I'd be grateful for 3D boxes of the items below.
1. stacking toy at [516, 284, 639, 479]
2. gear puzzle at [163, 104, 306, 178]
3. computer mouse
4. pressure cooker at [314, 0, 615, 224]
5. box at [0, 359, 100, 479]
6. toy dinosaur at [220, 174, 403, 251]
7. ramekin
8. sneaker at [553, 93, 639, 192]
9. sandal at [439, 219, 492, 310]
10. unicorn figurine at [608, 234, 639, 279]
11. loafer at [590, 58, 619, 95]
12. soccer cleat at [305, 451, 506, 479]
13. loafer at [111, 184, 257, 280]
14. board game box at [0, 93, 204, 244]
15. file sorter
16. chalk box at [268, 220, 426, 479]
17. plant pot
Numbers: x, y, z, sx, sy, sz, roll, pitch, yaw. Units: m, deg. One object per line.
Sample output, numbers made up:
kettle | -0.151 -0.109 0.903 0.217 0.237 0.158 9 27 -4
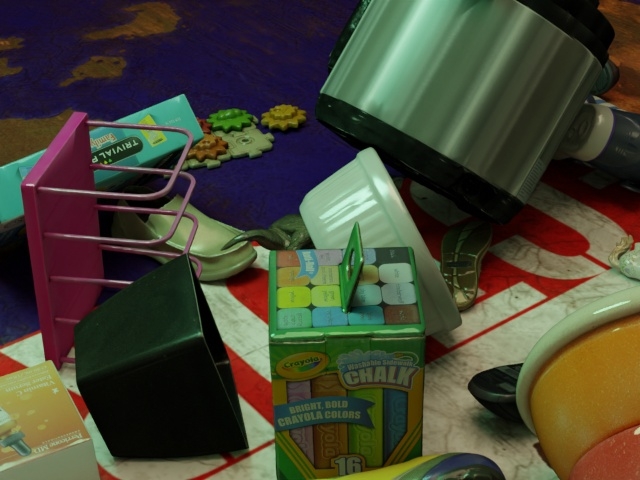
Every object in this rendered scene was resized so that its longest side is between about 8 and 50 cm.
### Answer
stacking toy | 0.383 0.308 1.130 0.350 0.351 0.480 -1 51 2
gear puzzle | -0.178 -0.197 2.109 0.338 0.044 0.175 -15 35 -19
computer mouse | 0.323 0.193 1.444 0.262 0.060 0.184 -12 19 -32
pressure cooker | 0.236 -0.277 1.776 0.375 0.420 0.370 28 4 -20
box | -0.351 0.241 1.394 0.130 0.091 0.170 -18 35 -22
toy dinosaur | 0.000 0.000 1.756 0.313 0.121 0.160 -17 23 -14
ramekin | 0.074 0.021 1.563 0.127 0.273 0.273 -27 34 3
sneaker | 0.508 -0.162 1.972 0.236 0.130 0.323 19 10 -11
sandal | 0.211 0.040 1.718 0.072 0.049 0.180 2 47 16
unicorn figurine | 0.488 0.041 1.691 0.111 0.060 0.162 -31 26 -36
loafer | 0.462 -0.363 2.276 0.095 0.109 0.302 -24 35 -36
soccer cleat | 0.065 0.296 1.310 0.289 0.093 0.121 -8 2 -1
loafer | -0.217 -0.015 1.783 0.268 0.092 0.102 16 38 28
board game box | -0.372 -0.094 1.787 0.336 0.079 0.254 -26 0 -28
file sorter | -0.265 0.008 1.574 0.182 0.291 0.202 6 33 7
chalk box | 0.027 0.121 1.373 0.179 0.289 0.180 -2 32 0
plant pot | -0.203 0.161 1.443 0.167 0.187 0.188 -19 34 -2
